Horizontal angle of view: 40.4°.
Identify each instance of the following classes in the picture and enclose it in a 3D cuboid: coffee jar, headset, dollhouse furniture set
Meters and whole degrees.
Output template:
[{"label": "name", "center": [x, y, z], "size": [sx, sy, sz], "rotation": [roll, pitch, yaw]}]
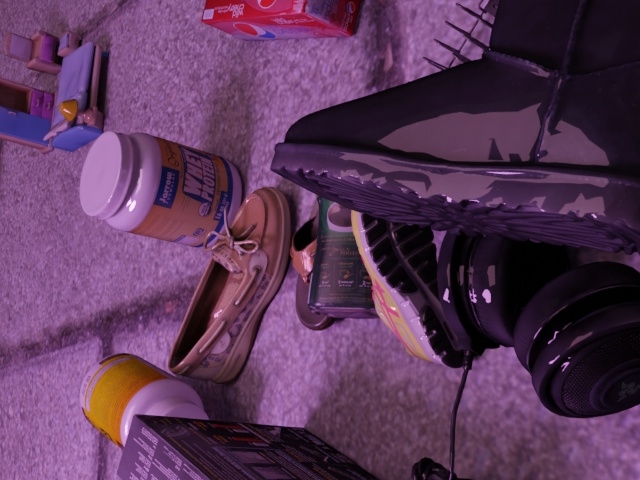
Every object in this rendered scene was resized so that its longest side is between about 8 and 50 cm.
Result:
[{"label": "coffee jar", "center": [0.039, -0.005, 1.006], "size": [0.096, 0.079, 0.185], "rotation": [1, 77, 16]}, {"label": "headset", "center": [0.214, 0.075, 0.776], "size": [0.394, 0.185, 0.243], "rotation": [-54, 37, 2]}, {"label": "dollhouse furniture set", "center": [-0.571, -0.340, 1.754], "size": [0.303, 0.198, 0.287], "rotation": [-12, 70, 47]}]

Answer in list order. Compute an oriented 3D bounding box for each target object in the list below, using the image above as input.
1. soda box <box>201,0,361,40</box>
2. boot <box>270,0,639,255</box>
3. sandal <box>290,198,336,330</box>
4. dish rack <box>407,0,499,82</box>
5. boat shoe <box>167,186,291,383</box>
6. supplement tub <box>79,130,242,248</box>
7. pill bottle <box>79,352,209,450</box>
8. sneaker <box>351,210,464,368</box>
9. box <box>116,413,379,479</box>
[{"label": "soda box", "center": [-0.058, -0.336, 1.223], "size": [0.263, 0.092, 0.084], "rotation": [15, 90, 51]}, {"label": "boot", "center": [0.172, -0.229, 0.737], "size": [0.367, 0.146, 0.445], "rotation": [11, 81, 33]}, {"label": "sandal", "center": [0.000, 0.000, 1.077], "size": [0.090, 0.060, 0.219], "rotation": [9, 86, 51]}, {"label": "dish rack", "center": [0.174, -0.161, 0.910], "size": [0.272, 0.074, 0.208], "rotation": [-58, 43, 20]}, {"label": "boat shoe", "center": [-0.122, 0.060, 1.180], "size": [0.104, 0.089, 0.285], "rotation": [23, 97, 51]}, {"label": "supplement tub", "center": [-0.231, -0.074, 1.265], "size": [0.144, 0.199, 0.144], "rotation": [-18, 66, 46]}, {"label": "pill bottle", "center": [-0.235, 0.231, 1.174], "size": [0.215, 0.117, 0.117], "rotation": [13, 89, 54]}, {"label": "sneaker", "center": [0.079, 0.042, 0.907], "size": [0.094, 0.081, 0.209], "rotation": [-16, 100, 62]}, {"label": "box", "center": [-0.031, 0.273, 0.889], "size": [0.307, 0.242, 0.077], "rotation": [20, 94, 50]}]
